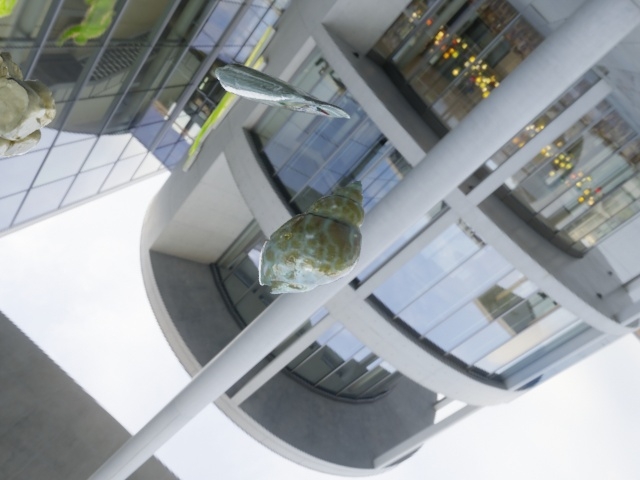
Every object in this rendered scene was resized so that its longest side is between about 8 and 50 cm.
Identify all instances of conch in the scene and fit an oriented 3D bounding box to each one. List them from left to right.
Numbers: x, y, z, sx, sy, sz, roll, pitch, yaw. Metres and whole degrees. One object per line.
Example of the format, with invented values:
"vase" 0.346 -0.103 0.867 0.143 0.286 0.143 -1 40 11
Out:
"conch" -0.009 0.006 0.656 0.116 0.172 0.106 -97 -10 -65

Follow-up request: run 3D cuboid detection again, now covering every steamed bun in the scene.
"steamed bun" -0.577 -0.233 0.877 0.177 0.192 0.106 41 -177 8

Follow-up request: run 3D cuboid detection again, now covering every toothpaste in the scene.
"toothpaste" -0.061 -0.170 0.543 0.067 0.037 0.255 10 -164 -39
